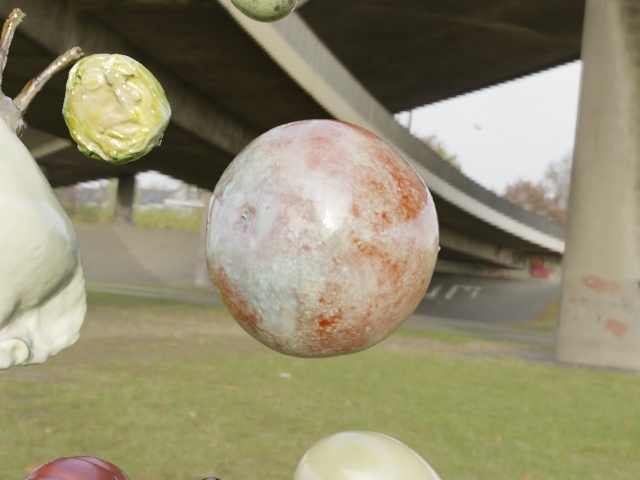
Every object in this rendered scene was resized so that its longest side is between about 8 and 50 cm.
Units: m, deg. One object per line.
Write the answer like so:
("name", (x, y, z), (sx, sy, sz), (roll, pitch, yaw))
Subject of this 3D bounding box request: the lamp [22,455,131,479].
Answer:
("lamp", (-0.403, 0.492, 1.460), (0.257, 0.303, 0.303), (13, -1, 18))

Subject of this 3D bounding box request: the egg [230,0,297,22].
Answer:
("egg", (-0.125, -0.519, 1.845), (0.182, 0.141, 0.141), (44, -21, -24))

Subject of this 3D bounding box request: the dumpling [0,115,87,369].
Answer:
("dumpling", (-0.236, -0.007, 0.584), (0.124, 0.229, 0.151), (-14, 23, 43))

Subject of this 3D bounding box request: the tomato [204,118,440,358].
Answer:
("tomato", (0.000, 0.000, 1.226), (0.317, 0.316, 0.282), (3, -7, 42))

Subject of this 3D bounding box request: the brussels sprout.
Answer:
("brussels sprout", (-0.283, -0.190, 1.310), (0.149, 0.151, 0.122), (15, 17, -3))

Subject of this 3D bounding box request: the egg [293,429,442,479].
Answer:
("egg", (0.076, 0.367, 1.292), (0.242, 0.186, 0.186), (22, 2, 16))

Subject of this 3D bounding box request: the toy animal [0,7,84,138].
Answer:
("toy animal", (-0.323, -0.094, 0.847), (0.243, 0.260, 0.087), (5, -30, 35))

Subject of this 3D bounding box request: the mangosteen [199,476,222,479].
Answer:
("mangosteen", (-0.166, 0.401, 1.400), (0.081, 0.081, 0.081), (6, -3, 0))
